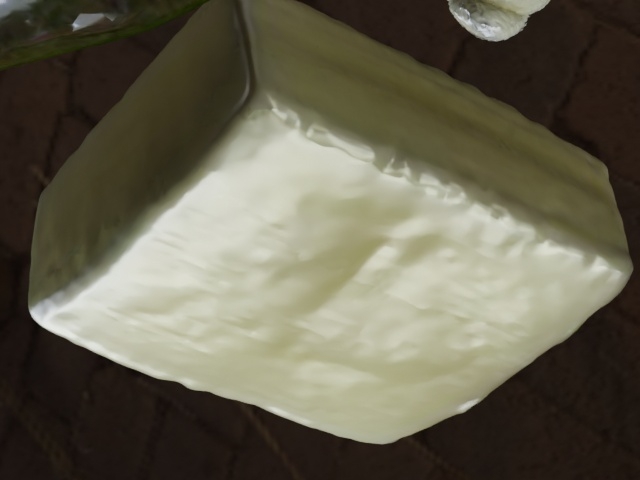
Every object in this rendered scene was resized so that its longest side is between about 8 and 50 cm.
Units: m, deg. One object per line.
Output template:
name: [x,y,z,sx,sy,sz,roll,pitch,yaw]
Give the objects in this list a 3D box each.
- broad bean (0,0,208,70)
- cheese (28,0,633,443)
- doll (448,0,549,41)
broad bean: [-0.042,-0.089,0.388,0.339,0.077,0.061,-13,76,4]
cheese: [0.000,0.000,0.865,0.242,0.265,0.124,-44,36,37]
doll: [0.189,-0.269,1.053,0.278,0.149,0.175,-27,93,2]
